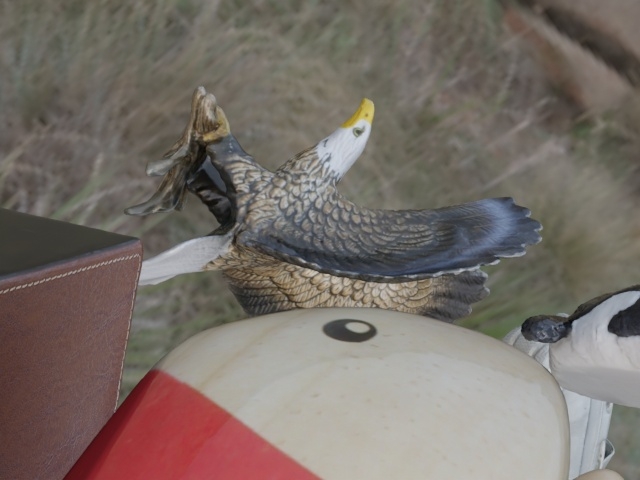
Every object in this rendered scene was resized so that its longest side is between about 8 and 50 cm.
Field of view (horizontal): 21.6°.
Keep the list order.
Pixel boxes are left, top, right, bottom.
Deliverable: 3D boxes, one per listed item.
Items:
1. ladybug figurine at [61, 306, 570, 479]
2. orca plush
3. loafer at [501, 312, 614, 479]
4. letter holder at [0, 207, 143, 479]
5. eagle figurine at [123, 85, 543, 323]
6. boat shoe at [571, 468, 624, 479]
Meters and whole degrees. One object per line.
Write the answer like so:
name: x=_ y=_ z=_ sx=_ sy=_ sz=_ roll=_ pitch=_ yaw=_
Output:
ladybug figurine: x=-0.077 y=0.203 z=0.644 sx=0.162 sy=0.305 sz=0.449 roll=36 pitch=75 yaw=-7
orca plush: x=0.204 y=0.034 z=0.996 sx=0.151 sy=0.287 sz=0.102 roll=19 pitch=79 yaw=10
loafer: x=0.215 y=0.207 z=1.512 sx=0.111 sy=0.319 sz=0.112 roll=-15 pitch=38 yaw=-24
letter holder: x=-0.238 y=0.104 z=0.897 sx=0.302 sy=0.152 sz=0.214 roll=-20 pitch=120 yaw=-70
eagle figurine: x=0.006 y=-0.009 z=1.370 sx=0.298 sy=0.225 sz=0.226 roll=35 pitch=25 yaw=0
boat shoe: x=0.137 y=0.311 z=1.326 sx=0.121 sy=0.341 sz=0.110 roll=26 pitch=34 yaw=-31
